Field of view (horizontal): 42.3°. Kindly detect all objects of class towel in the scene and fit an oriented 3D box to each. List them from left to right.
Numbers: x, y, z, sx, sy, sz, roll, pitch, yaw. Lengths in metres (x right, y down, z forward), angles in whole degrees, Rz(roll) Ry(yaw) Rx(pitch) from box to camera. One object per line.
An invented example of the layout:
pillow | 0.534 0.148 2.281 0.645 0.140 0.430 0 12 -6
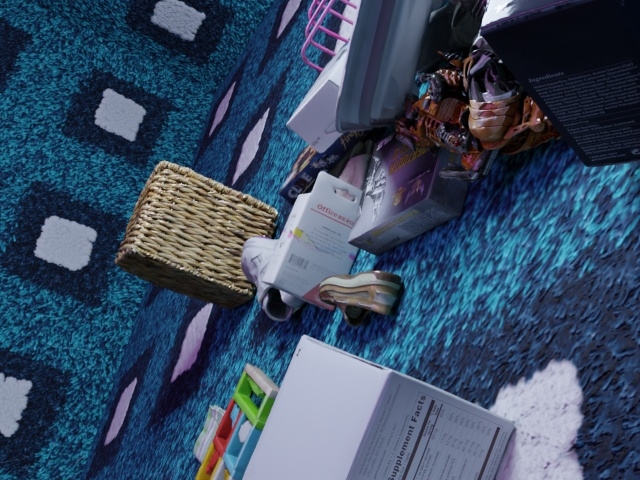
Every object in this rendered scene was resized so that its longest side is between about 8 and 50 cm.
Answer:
towel | -0.213 0.379 1.604 0.113 0.023 0.152 -68 18 -11

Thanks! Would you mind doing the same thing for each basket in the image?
basket | -0.276 -0.002 1.835 0.213 0.299 0.223 -31 40 63

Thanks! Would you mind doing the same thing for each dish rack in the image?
dish rack | 0.111 -0.287 1.165 0.333 0.072 0.286 -33 -43 -75

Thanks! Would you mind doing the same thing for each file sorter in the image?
file sorter | 0.087 -0.453 1.578 0.202 0.182 0.291 -50 23 42

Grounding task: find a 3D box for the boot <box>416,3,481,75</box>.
boot | 0.209 -0.365 1.312 0.190 0.076 0.208 -68 11 -6

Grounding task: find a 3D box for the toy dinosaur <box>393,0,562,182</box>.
toy dinosaur | 0.218 -0.173 0.959 0.321 0.164 0.219 8 88 33

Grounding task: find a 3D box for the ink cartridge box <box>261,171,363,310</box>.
ink cartridge box | 0.000 0.000 1.340 0.198 0.115 0.067 -67 17 -7

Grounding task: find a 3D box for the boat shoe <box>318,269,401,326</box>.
boat shoe | 0.046 0.088 1.183 0.190 0.068 0.072 159 121 -66

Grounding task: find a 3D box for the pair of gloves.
pair of gloves | 0.028 -0.092 1.505 0.204 0.042 0.240 -65 18 -1

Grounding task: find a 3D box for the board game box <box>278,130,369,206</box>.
board game box | 0.028 -0.186 1.519 0.243 0.042 0.165 -43 14 34

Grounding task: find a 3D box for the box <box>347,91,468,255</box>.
box | 0.133 -0.094 1.177 0.231 0.056 0.183 -30 38 61

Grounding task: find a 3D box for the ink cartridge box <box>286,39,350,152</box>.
ink cartridge box | 0.041 -0.257 1.378 0.139 0.082 0.191 -39 15 47

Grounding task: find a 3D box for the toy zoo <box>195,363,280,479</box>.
toy zoo | -0.156 0.373 1.434 0.293 0.030 0.192 -66 18 -2

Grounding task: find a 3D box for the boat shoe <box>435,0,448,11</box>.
boat shoe | 0.228 -0.481 1.396 0.229 0.080 0.076 -57 16 0

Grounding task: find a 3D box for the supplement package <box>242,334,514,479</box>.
supplement package | 0.042 0.232 0.864 0.204 0.145 0.262 -67 17 -7

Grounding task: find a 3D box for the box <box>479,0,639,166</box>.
box | 0.242 -0.183 0.701 0.108 0.207 0.153 -7 58 42

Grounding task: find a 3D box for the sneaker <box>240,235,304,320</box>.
sneaker | -0.089 0.069 1.503 0.305 0.114 0.152 -17 49 67
